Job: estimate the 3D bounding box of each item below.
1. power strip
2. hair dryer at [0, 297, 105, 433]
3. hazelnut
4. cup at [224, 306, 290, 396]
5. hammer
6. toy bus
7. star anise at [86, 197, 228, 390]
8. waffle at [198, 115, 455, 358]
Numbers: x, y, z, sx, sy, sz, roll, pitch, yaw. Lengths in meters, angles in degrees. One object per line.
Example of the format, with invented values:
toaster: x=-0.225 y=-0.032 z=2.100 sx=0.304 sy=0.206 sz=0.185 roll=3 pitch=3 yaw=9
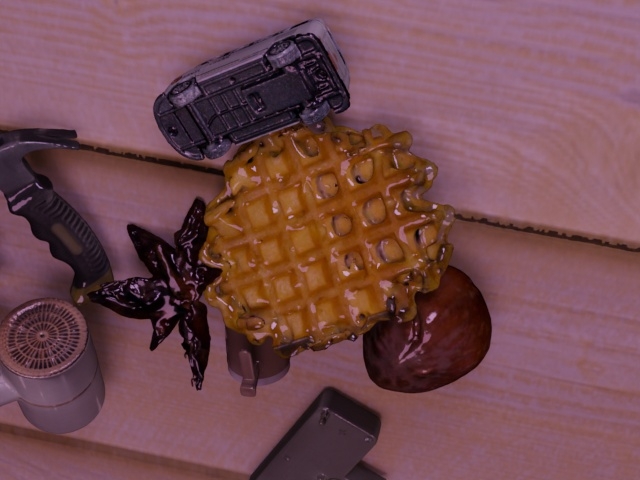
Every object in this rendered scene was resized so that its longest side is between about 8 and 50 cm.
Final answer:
power strip: x=0.011 y=0.296 z=1.384 sx=0.145 sy=0.061 sz=0.215 roll=30 pitch=127 yaw=-8
hair dryer: x=-0.433 y=0.194 z=1.272 sx=0.357 sy=0.107 sz=0.173 roll=-18 pitch=148 yaw=-15
hazelnut: x=0.110 y=0.100 z=1.176 sx=0.143 sy=0.143 sz=0.154 roll=34 pitch=126 yaw=-12
cup: x=-0.081 y=0.115 z=1.251 sx=0.074 sy=0.102 sz=0.099 roll=19 pitch=129 yaw=28
hammer: x=-0.301 y=-0.024 z=1.215 sx=0.159 sy=0.041 sz=0.226 roll=-29 pitch=127 yaw=2
toy bus: x=-0.065 y=-0.148 z=1.064 sx=0.194 sy=0.089 sz=0.087 roll=-18 pitch=121 yaw=24
star anise: x=-0.177 y=0.049 z=1.231 sx=0.157 sy=0.053 sz=0.212 roll=16 pitch=99 yaw=9
waffle: x=-0.002 y=0.000 z=1.118 sx=0.262 sy=0.060 sz=0.280 roll=28 pitch=108 yaw=19
